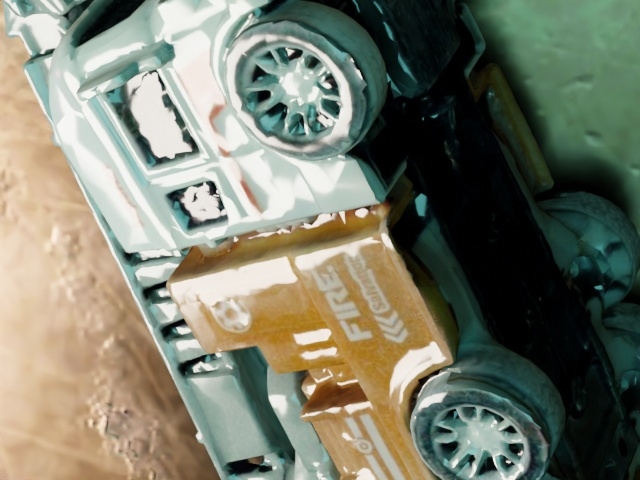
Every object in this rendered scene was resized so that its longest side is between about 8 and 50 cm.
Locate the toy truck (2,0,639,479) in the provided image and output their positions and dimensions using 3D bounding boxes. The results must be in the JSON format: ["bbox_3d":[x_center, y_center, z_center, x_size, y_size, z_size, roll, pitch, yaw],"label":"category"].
[{"bbox_3d":[0.000,0.000,0.698,0.184,0.133,0.338,-14,116,33],"label":"toy truck"}]
